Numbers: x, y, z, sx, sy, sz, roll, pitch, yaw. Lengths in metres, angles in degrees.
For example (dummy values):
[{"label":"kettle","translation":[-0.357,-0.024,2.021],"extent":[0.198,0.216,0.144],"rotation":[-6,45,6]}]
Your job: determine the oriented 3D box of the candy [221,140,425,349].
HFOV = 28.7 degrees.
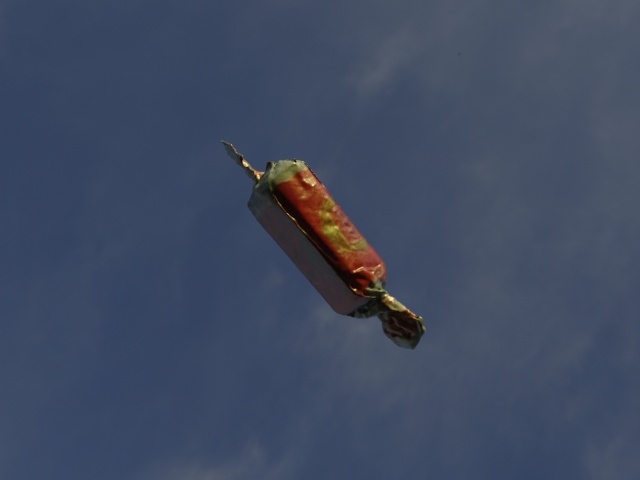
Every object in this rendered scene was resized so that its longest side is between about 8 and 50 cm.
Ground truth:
[{"label":"candy","translation":[0.000,0.000,1.285],"extent":[0.059,0.086,0.292],"rotation":[-39,-93,-30]}]
